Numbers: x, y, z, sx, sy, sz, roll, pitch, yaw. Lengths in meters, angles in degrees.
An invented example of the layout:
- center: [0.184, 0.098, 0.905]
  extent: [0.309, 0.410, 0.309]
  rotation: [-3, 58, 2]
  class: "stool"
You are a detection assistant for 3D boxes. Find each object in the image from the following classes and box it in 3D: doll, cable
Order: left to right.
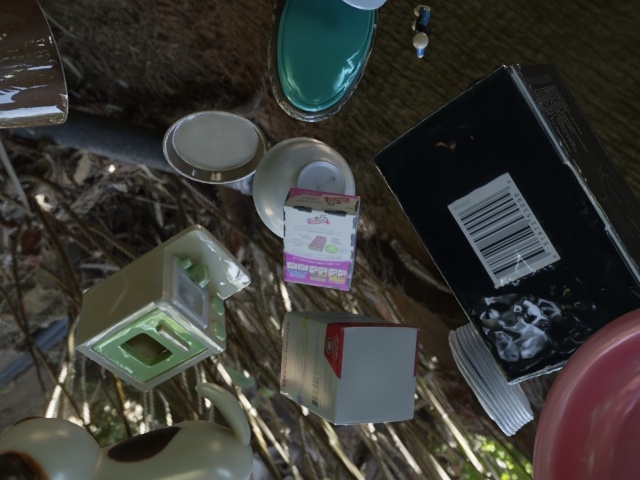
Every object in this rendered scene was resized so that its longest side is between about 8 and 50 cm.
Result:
- center: [0.253, -0.521, 1.488]
  extent: [0.189, 0.046, 0.129]
  rotation: [-79, 173, -53]
  class: "doll"
- center: [0.387, 0.307, 1.352]
  extent: [0.089, 0.257, 0.257]
  rotation: [-33, 171, 11]
  class: "cable"

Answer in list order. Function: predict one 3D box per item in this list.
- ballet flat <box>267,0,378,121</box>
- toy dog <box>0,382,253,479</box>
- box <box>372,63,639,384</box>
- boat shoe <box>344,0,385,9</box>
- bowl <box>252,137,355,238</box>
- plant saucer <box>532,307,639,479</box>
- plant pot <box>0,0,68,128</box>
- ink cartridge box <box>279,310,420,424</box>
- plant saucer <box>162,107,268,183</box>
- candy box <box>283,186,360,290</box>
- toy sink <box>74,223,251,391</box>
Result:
- center: [0.009, -0.408, 0.946]
  extent: [0.164, 0.482, 0.182]
  rotation: [10, 177, -16]
  class: "ballet flat"
- center: [-0.329, 0.412, 0.943]
  extent: [0.284, 0.408, 0.395]
  rotation: [-129, -125, -70]
  class: "toy dog"
- center: [0.413, -0.068, 1.159]
  extent: [0.297, 0.480, 0.472]
  rotation: [-32, 178, 34]
  class: "box"
- center: [0.000, -0.397, 0.797]
  extent: [0.228, 0.076, 0.080]
  rotation: [22, 122, -31]
  class: "boat shoe"
- center: [-0.021, -0.138, 1.597]
  extent: [0.298, 0.298, 0.134]
  rotation: [-32, -167, -19]
  class: "bowl"
- center: [0.301, 0.204, 0.411]
  extent: [0.084, 0.332, 0.332]
  rotation: [3, 146, -27]
  class: "plant saucer"
- center: [-0.529, -0.251, 0.873]
  extent: [0.230, 0.215, 0.215]
  rotation: [-23, 161, -33]
  class: "plant pot"
- center: [0.035, 0.173, 0.851]
  extent: [0.127, 0.128, 0.176]
  rotation: [4, 179, -29]
  class: "ink cartridge box"
- center: [-0.280, -0.256, 1.599]
  extent: [0.278, 0.041, 0.278]
  rotation: [-5, 146, -3]
  class: "plant saucer"
- center: [0.000, 0.000, 1.339]
  extent: [0.071, 0.159, 0.233]
  rotation: [-76, 172, -46]
  class: "candy box"
- center: [-0.237, 0.112, 0.936]
  extent: [0.234, 0.131, 0.153]
  rotation: [-30, 129, 12]
  class: "toy sink"
